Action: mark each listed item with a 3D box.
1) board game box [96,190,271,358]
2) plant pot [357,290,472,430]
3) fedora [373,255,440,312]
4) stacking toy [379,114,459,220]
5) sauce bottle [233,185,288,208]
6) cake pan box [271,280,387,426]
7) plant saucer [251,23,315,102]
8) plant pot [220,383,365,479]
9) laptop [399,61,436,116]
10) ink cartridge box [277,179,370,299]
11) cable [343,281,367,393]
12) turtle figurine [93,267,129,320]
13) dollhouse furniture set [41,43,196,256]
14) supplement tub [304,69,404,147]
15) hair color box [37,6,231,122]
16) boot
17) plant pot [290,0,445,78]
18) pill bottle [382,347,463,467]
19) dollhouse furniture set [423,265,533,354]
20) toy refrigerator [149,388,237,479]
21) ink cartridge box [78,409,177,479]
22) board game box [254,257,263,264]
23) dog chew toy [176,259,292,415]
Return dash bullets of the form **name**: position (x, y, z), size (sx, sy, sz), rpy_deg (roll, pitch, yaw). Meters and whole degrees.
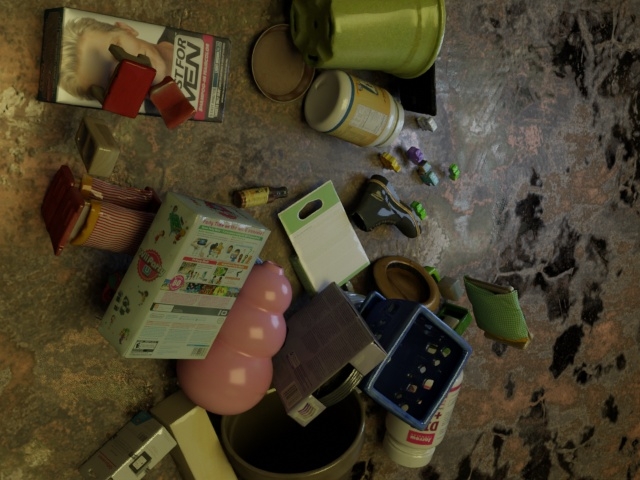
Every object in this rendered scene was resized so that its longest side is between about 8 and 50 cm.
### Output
- **board game box**: position (-0.256, 0.075, 1.638), size (0.224, 0.097, 0.303), rpy_deg (13, 109, -57)
- **plant pot**: position (0.169, 0.266, 1.994), size (0.236, 0.212, 0.236), rpy_deg (41, 78, -35)
- **fedora**: position (0.206, 0.126, 2.160), size (0.194, 0.194, 0.079), rpy_deg (-9, 142, -35)
- **stacking toy**: position (0.256, -0.186, 2.183), size (0.167, 0.052, 0.221), rpy_deg (-47, 126, -18)
- **sauce bottle**: position (-0.131, -0.099, 1.911), size (0.128, 0.042, 0.042), rpy_deg (-13, 108, -37)
- **cake pan box**: position (-0.002, 0.246, 1.899), size (0.246, 0.267, 0.070), rpy_deg (-43, 124, 4)
- **plant saucer**: position (-0.086, -0.389, 1.887), size (0.168, 0.029, 0.168), rpy_deg (-8, 105, -35)
- **plant pot**: position (-0.054, 0.495, 1.965), size (0.323, 0.323, 0.280), rpy_deg (-29, 134, -29)
- **laptop**: position (0.255, -0.426, 2.014), size (0.136, 0.264, 0.234), rpy_deg (-10, 107, -19)
- **ink cartridge box**: position (0.000, 0.000, 2.024), size (0.171, 0.056, 0.235), rpy_deg (-35, 108, -27)
- **cable**: position (0.063, 0.255, 2.105), size (0.257, 0.089, 0.257), rpy_deg (-54, 126, -15)
- **turtle figurine**: position (-0.343, 0.099, 1.735), size (0.234, 0.118, 0.175), rpy_deg (7, 124, -44)
- **dollhouse furniture set**: position (-0.346, -0.140, 1.578), size (0.201, 0.152, 0.374), rpy_deg (12, 120, -38)
- **supplement tub**: position (0.079, -0.295, 1.959), size (0.199, 0.144, 0.144), rpy_deg (15, 91, -39)
- **hair color box**: position (-0.351, -0.330, 1.652), size (0.347, 0.105, 0.174), rpy_deg (1, 99, -37)
- **boot**: position (0.153, -0.045, 2.106), size (0.198, 0.077, 0.137), rpy_deg (47, 59, -20)
- **plant pot**: position (0.083, -0.475, 1.852), size (0.254, 0.276, 0.276), rpy_deg (-14, 108, -30)
- **pill bottle**: position (0.257, 0.434, 2.215), size (0.160, 0.160, 0.283), rpy_deg (-8, 122, -36)
- **dollhouse furniture set**: position (0.364, 0.203, 2.186), size (0.151, 0.301, 0.197), rpy_deg (-46, 126, -23)
- **toy refrigerator**: position (-0.268, 0.468, 1.894), size (0.094, 0.102, 0.269), rpy_deg (-32, 117, -28)
- **ink cartridge box**: position (-0.402, 0.450, 1.787), size (0.180, 0.104, 0.060), rpy_deg (-43, 123, -22)
- **board game box**: position (-0.187, 0.086, 1.913), size (0.136, 0.035, 0.201), rpy_deg (-50, 125, -18)
- **dog chew toy**: position (-0.169, 0.198, 1.821), size (0.206, 0.206, 0.332), rpy_deg (21, 96, -38)
